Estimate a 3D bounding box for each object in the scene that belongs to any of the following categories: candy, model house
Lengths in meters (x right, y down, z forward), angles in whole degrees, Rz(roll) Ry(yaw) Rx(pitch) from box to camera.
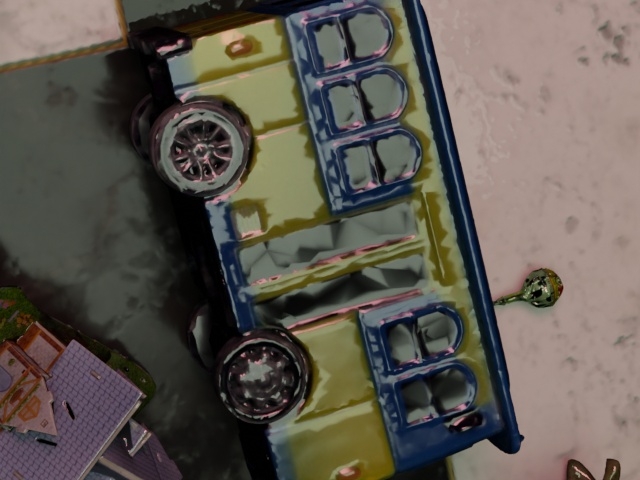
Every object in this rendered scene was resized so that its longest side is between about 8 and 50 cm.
[{"bbox_3d":[0.114,0.037,1.045,0.083,0.025,0.023,-12,59,-4],"label":"candy"},{"bbox_3d":[-0.141,0.114,0.915,0.117,0.088,0.167,-52,141,-6],"label":"model house"}]

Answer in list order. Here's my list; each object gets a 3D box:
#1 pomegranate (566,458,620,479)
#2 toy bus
[{"bbox_3d":[0.202,0.246,1.032,0.181,0.181,0.224,-26,85,-9],"label":"pomegranate"},{"bbox_3d":[0.000,0.000,0.946,0.175,0.138,0.288,-17,103,-10],"label":"toy bus"}]
